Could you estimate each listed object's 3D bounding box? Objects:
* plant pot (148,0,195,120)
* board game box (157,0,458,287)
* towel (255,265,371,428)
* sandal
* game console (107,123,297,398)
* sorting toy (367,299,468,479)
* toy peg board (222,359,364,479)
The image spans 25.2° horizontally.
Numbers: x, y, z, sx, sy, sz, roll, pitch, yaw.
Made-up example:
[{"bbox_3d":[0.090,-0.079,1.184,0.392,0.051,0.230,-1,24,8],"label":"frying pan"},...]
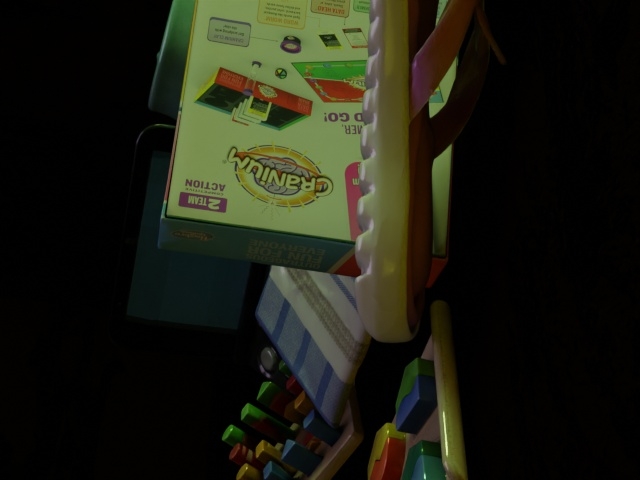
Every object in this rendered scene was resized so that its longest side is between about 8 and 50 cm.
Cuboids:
[{"bbox_3d":[-0.066,-0.216,1.727,0.271,0.255,0.271,-165,90,-83],"label":"plant pot"},{"bbox_3d":[-0.003,-0.129,1.255,0.064,0.242,0.316,110,167,-64],"label":"board game box"},{"bbox_3d":[0.017,0.015,1.431,0.209,0.034,0.285,53,133,48],"label":"towel"},{"bbox_3d":[0.093,-0.128,1.104,0.169,0.102,0.416,-8,-78,-80],"label":"sandal"},{"bbox_3d":[-0.091,0.041,1.618,0.250,0.173,0.293,36,124,42],"label":"game console"},{"bbox_3d":[0.069,0.179,1.108,0.193,0.038,0.208,-90,11,-51],"label":"sorting toy"},{"bbox_3d":[-0.038,0.211,1.524,0.161,0.079,0.160,-53,15,15],"label":"toy peg board"}]
